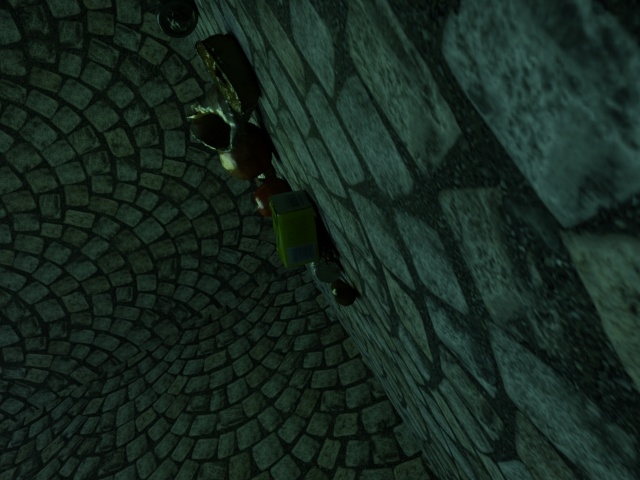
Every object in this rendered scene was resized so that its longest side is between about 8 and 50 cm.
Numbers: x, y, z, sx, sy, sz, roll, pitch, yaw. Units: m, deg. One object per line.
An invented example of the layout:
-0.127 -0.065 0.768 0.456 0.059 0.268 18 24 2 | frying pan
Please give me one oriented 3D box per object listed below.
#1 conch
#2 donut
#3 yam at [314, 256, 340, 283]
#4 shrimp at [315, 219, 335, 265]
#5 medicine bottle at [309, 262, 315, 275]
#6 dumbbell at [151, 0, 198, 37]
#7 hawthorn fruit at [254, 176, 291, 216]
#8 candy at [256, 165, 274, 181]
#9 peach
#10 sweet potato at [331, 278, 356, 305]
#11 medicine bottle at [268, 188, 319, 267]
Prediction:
-0.356 -0.462 1.665 0.324 0.186 0.264 3 97 46 | conch
-0.279 -0.529 1.387 0.272 0.107 0.272 55 173 10 | donut
0.025 0.111 1.772 0.107 0.107 0.183 62 180 -9 | yam
-0.001 0.001 1.675 0.294 0.062 0.154 -124 14 -54 | shrimp
-0.025 0.055 1.915 0.168 0.105 0.105 63 174 -8 | medicine bottle
-0.652 -1.021 1.871 0.406 0.179 0.179 59 174 26 | dumbbell
-0.214 -0.193 2.030 0.189 0.189 0.189 60 174 10 | hawthorn fruit
-0.293 -0.357 2.336 0.143 0.101 0.271 55 180 6 | candy
-0.305 -0.356 1.849 0.232 0.232 0.257 57 -178 35 | peach
0.085 0.208 1.721 0.108 0.079 0.346 34 180 0 | sweet potato
-0.094 -0.040 1.599 0.137 0.140 0.250 -114 15 -53 | medicine bottle
